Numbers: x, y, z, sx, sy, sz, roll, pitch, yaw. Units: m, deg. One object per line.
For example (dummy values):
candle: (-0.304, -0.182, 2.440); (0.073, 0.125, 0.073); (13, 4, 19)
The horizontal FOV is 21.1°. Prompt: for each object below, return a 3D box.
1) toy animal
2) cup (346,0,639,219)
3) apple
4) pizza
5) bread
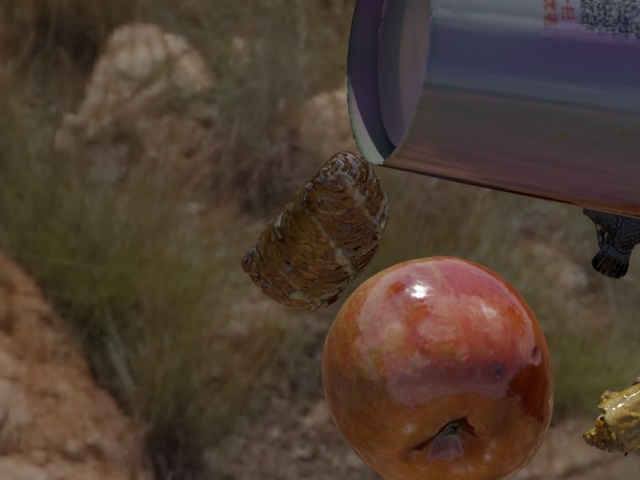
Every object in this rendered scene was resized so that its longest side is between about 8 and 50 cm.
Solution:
toy animal: (0.264, -0.023, 1.437); (0.220, 0.108, 0.062); (28, 44, -3)
cup: (0.171, -0.095, 0.969); (0.288, 0.203, 0.203); (5, 38, -18)
apple: (0.100, 0.121, 1.465); (0.209, 0.209, 0.164); (2, 41, -18)
pizza: (0.304, 0.129, 1.460); (0.271, 0.134, 0.056); (-18, 79, -40)
bread: (0.000, 0.000, 1.218); (0.076, 0.233, 0.105); (42, 72, 0)
